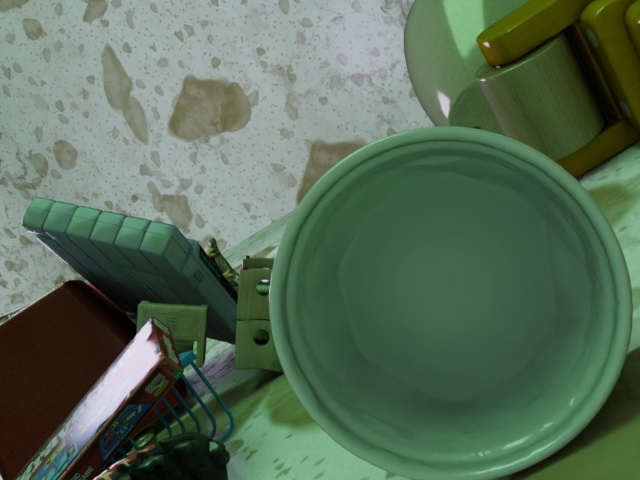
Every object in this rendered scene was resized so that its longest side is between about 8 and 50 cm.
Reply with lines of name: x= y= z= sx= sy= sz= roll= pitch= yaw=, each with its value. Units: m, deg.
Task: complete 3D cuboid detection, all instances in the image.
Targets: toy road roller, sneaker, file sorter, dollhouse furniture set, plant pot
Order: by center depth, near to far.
sneaker: x=-0.197 y=0.254 z=0.625 sx=0.276 sy=0.098 sz=0.135 roll=-39 pitch=11 yaw=-28
toy road roller: x=0.364 y=-0.210 z=0.867 sx=0.329 sy=0.202 sz=0.240 roll=-31 pitch=18 yaw=6
file sorter: x=-0.197 y=0.214 z=0.873 sx=0.118 sy=0.104 sz=0.170 roll=-40 pitch=10 yaw=-40
dollhouse furniture set: x=-0.134 y=0.087 z=0.994 sx=0.183 sy=0.129 sz=0.129 roll=4 pitch=5 yaw=-5
plant pot: x=-0.381 y=0.204 z=1.162 sx=0.267 sy=0.236 sz=0.267 roll=-34 pitch=3 yaw=-11

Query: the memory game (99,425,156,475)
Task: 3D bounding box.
memory game: x=-0.300 y=0.313 z=1.038 sx=0.186 sy=0.012 sz=0.186 roll=-33 pitch=7 yaw=4

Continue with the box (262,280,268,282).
box: x=-0.051 y=0.084 z=1.174 sx=0.067 sy=0.063 sz=0.324 roll=0 pitch=-5 yaw=-21

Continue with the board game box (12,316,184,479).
board game box: x=-0.238 y=0.204 z=0.733 sx=0.281 sy=0.027 sz=0.145 roll=-50 pitch=18 yaw=-4

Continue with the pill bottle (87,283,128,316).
pill bottle: x=-0.521 y=0.236 z=1.678 sx=0.224 sy=0.224 sz=0.392 roll=-27 pitch=10 yaw=42

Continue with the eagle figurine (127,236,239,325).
eagle figurine: x=-0.323 y=0.108 z=1.633 sx=0.298 sy=0.225 sz=0.226 roll=-29 pitch=15 yaw=-22

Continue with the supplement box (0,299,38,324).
supplement box: x=-0.580 y=0.200 z=1.458 sx=0.188 sy=0.081 sz=0.104 roll=-26 pitch=-41 yaw=-29

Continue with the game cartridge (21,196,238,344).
game cartridge: x=-0.246 y=0.055 z=1.130 sx=0.355 sy=0.230 sz=0.068 roll=66 pitch=-145 yaw=-61

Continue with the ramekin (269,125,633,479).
ramekin: x=0.080 y=0.034 z=0.486 sx=0.207 sy=0.207 sz=0.109 roll=-32 pitch=-1 yaw=13

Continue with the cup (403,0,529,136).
cup: x=0.295 y=-0.265 z=1.253 sx=0.331 sy=0.331 sz=0.237 roll=-29 pitch=34 yaw=34
